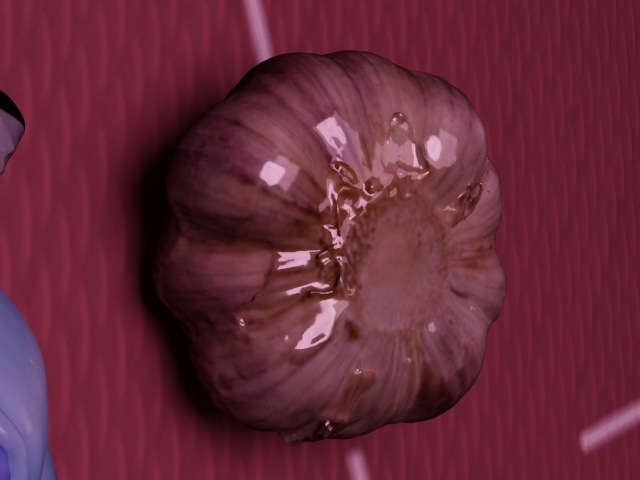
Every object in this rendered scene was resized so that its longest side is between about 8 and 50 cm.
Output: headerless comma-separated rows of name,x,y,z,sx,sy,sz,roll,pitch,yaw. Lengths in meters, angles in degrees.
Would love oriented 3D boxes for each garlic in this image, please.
garlic,0.000,0.000,1.042,0.245,0.160,0.245,-10,108,-35

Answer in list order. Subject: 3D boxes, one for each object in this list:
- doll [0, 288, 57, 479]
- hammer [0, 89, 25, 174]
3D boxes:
doll,-0.221,0.071,0.589,0.366,0.376,0.187,-33,145,-42
hammer,-0.225,0.078,0.810,0.152,0.044,0.427,53,38,-27
